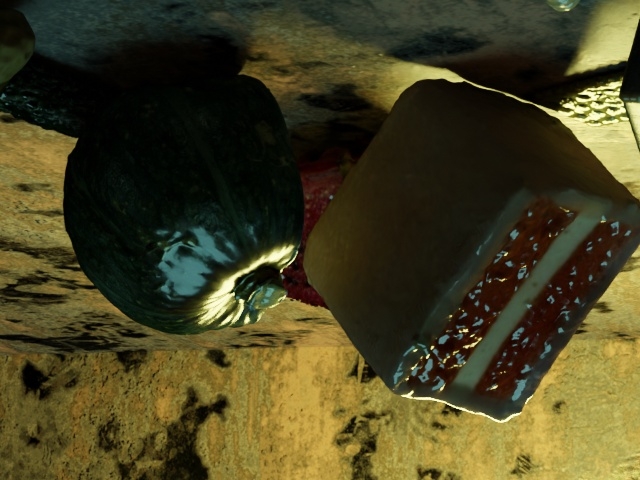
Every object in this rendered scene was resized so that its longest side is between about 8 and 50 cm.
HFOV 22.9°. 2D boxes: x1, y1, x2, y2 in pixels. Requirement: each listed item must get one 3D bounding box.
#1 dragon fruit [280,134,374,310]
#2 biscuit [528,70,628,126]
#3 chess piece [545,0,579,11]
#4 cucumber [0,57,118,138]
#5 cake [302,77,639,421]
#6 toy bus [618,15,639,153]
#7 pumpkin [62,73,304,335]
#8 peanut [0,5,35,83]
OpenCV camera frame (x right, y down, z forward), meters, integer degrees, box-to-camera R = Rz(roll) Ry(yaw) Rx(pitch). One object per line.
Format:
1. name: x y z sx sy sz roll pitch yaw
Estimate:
1. dragon fruit: 0.000 0.000 1.936 0.330 0.240 0.302 -9 146 12
2. biscuit: 0.341 -0.157 1.706 0.203 0.016 0.144 -10 162 42
3. chess piece: 0.190 -0.231 1.378 0.035 0.035 0.092 -10 159 40
4. cucumber: -0.253 -0.140 1.743 0.067 0.068 0.293 -8 164 33
5. cake: 0.164 0.006 1.705 0.237 0.309 0.230 13 -155 -41
6. toy bus: 0.381 -0.126 1.492 0.167 0.139 0.275 12 166 23
7. pumpkin: -0.163 -0.031 1.669 0.196 0.263 0.293 -8 142 -28
8. peanut: -0.374 -0.189 1.451 0.196 0.110 0.233 -5 164 29
